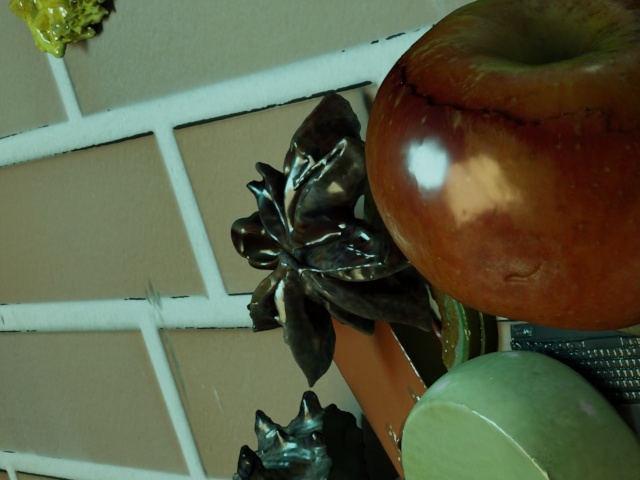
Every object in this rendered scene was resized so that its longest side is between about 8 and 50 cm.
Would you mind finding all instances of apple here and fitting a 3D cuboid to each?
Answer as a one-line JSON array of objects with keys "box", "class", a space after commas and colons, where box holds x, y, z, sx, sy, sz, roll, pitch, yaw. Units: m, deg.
[{"box": [0.159, -0.052, 1.350, 0.272, 0.251, 0.206, 19, 126, 39], "class": "apple"}]

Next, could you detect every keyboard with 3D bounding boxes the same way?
[{"box": [0.214, 0.100, 1.602, 0.196, 0.015, 0.074, -8, 101, 61], "class": "keyboard"}]

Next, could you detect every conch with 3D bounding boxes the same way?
[{"box": [0.002, 0.295, 1.912, 0.240, 0.186, 0.313, 31, 140, 54], "class": "conch"}]

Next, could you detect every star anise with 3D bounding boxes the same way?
[{"box": [0.001, 0.005, 1.731, 0.212, 0.129, 0.283, 55, 138, 27], "class": "star anise"}]

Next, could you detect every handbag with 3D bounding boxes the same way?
[{"box": [0.068, 0.112, 1.816, 0.190, 0.062, 0.127, 59, 150, 21], "class": "handbag"}]

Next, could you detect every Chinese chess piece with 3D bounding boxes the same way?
[{"box": [0.176, 0.211, 1.634, 0.250, 0.101, 0.250, 41, 146, 35], "class": "Chinese chess piece"}]

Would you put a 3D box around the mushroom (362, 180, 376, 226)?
[{"box": [0.043, -0.026, 1.808, 0.286, 0.028, 0.026, 112, 171, -51], "class": "mushroom"}]

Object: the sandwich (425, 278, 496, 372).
[{"box": [0.118, 0.055, 1.720, 0.067, 0.029, 0.135, -9, 100, 60], "class": "sandwich"}]

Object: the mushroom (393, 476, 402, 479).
[{"box": [0.102, 0.253, 1.850, 0.079, 0.085, 0.085, -31, 81, 32], "class": "mushroom"}]

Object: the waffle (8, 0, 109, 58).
[{"box": [-0.297, -0.344, 2.131, 0.312, 0.060, 0.307, 15, 122, 58], "class": "waffle"}]

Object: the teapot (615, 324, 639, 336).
[{"box": [0.255, 0.044, 1.468, 0.080, 0.085, 0.110, 8, 148, 33], "class": "teapot"}]
